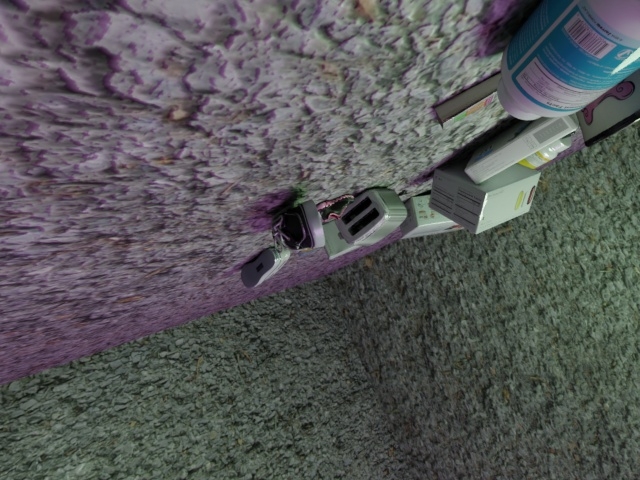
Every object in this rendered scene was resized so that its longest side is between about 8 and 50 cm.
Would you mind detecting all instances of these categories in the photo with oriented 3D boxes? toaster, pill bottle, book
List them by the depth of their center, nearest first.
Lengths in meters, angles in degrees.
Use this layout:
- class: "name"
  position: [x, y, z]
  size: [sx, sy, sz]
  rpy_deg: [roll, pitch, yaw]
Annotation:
- class: "pill bottle"
  position: [0.336, -0.258, 0.554]
  size: [0.146, 0.146, 0.264]
  rpy_deg: [-23, 173, -9]
- class: "book"
  position: [0.291, -0.264, 0.808]
  size: [0.144, 0.035, 0.096]
  rpy_deg: [-28, 175, 18]
- class: "toaster"
  position: [0.153, -0.072, 1.274]
  size: [0.227, 0.129, 0.147]
  rpy_deg: [-38, 164, 29]
- class: "pill bottle"
  position: [0.707, -0.301, 1.429]
  size: [0.119, 0.119, 0.209]
  rpy_deg: [-18, 170, -38]

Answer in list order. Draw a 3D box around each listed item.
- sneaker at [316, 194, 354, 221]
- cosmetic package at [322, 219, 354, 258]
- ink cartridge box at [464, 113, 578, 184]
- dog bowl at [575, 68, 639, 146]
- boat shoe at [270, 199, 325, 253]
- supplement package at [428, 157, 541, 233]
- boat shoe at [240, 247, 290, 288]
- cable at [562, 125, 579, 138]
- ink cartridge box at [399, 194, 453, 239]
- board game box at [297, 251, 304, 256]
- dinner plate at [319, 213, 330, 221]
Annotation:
- class: "sneaker"
  position: [0.046, -0.085, 1.156]
  size: [0.120, 0.057, 0.047]
  rpy_deg: [-21, 170, -25]
- class: "cosmetic package"
  position: [0.112, -0.033, 1.472]
  size: [0.231, 0.117, 0.085]
  rpy_deg: [-25, 171, -2]
- class: "ink cartridge box"
  position: [0.574, -0.307, 1.206]
  size: [0.296, 0.066, 0.261]
  rpy_deg: [-33, -167, 48]
- class: "dog bowl"
  position: [0.572, -0.323, 0.653]
  size: [0.408, 0.150, 0.408]
  rpy_deg: [-30, 173, -4]
- class: "boat shoe"
  position: [-0.067, -0.028, 1.022]
  size: [0.105, 0.113, 0.306]
  rpy_deg: [-16, -174, -12]
- class: "supplement package"
  position: [0.520, -0.160, 1.369]
  size: [0.262, 0.204, 0.145]
  rpy_deg: [-20, 128, -27]
- class: "boat shoe"
  position: [-0.194, 0.099, 1.518]
  size: [0.084, 0.095, 0.258]
  rpy_deg: [-11, 166, -42]
- class: "cable"
  position: [0.674, -0.322, 1.206]
  size: [0.151, 0.047, 0.184]
  rpy_deg: [-33, -167, 47]
- class: "ink cartridge box"
  position: [0.499, -0.108, 1.821]
  size: [0.310, 0.129, 0.272]
  rpy_deg: [-8, 169, -9]
- class: "board game box"
  position: [-0.038, 0.037, 1.826]
  size: [0.090, 0.020, 0.090]
  rpy_deg: [-18, 171, -36]
- class: "dinner plate"
  position: [0.007, -0.072, 1.273]
  size: [0.141, 0.017, 0.141]
  rpy_deg: [-22, 172, -3]
